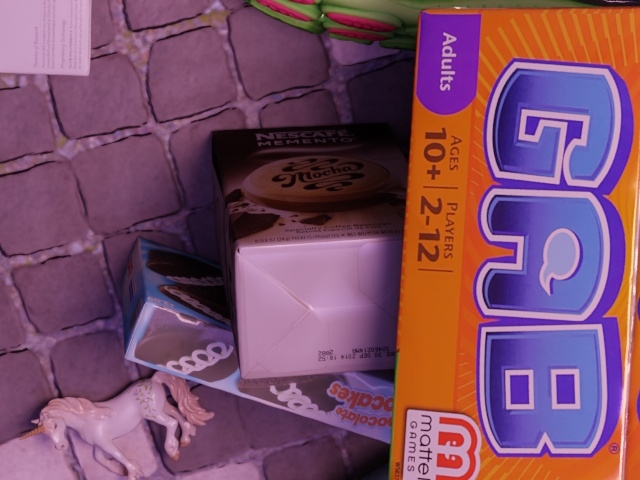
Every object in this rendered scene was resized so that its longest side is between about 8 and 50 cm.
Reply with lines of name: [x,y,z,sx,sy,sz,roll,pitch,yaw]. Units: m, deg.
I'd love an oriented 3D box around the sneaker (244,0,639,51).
sneaker: [0.101,-0.267,1.616,0.482,0.185,0.202,7,87,-11]

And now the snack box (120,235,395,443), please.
snack box: [-0.018,0.097,1.686,0.321,0.187,0.060,19,104,-13]

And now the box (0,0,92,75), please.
box: [-0.238,-0.198,1.608,0.087,0.101,0.102,1,106,-7]

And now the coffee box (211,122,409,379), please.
coffee box: [0.000,0.000,1.599,0.168,0.297,0.119,-4,111,-6]

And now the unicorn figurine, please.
unicorn figurine: [-0.190,0.173,1.762,0.162,0.060,0.111,-35,109,-12]

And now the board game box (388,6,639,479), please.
board game box: [0.292,0.025,1.449,0.356,0.356,0.357,3,88,25]

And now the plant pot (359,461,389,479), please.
plant pot: [0.102,0.320,1.746,0.255,0.272,0.272,-17,110,13]
